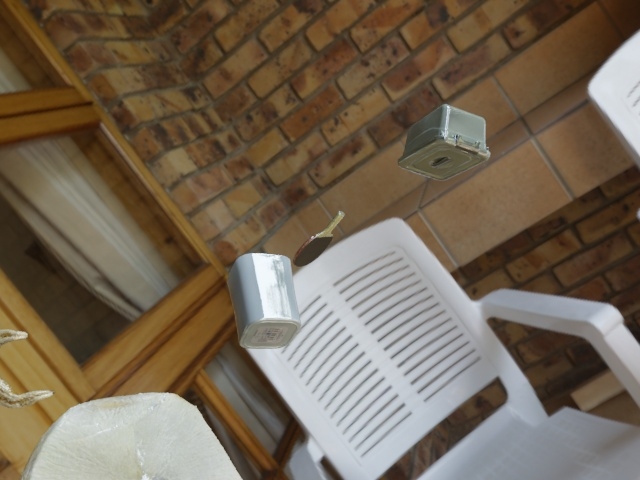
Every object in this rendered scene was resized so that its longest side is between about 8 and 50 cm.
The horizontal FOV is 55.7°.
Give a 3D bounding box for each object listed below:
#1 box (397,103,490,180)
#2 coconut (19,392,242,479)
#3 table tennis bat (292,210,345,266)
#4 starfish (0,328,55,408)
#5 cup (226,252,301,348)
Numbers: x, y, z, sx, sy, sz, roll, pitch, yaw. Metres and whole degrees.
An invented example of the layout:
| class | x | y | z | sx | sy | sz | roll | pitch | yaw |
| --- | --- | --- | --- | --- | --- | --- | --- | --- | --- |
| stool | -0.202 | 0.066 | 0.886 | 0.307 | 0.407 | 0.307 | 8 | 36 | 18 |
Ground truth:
| class | x | y | z | sx | sy | sz | roll | pitch | yaw |
| --- | --- | --- | --- | --- | --- | --- | --- | --- | --- |
| box | 0.241 | -0.192 | 1.186 | 0.172 | 0.124 | 0.093 | 156 | 126 | -64 |
| coconut | -0.217 | 0.295 | 0.692 | 0.247 | 0.245 | 0.245 | -36 | 5 | 47 |
| table tennis bat | 0.000 | 0.000 | 1.246 | 0.087 | 0.013 | 0.156 | 0 | -45 | -53 |
| starfish | -0.504 | 0.212 | 0.911 | 0.247 | 0.138 | 0.050 | -20 | 21 | 29 |
| cup | -0.096 | 0.104 | 0.965 | 0.095 | 0.129 | 0.128 | 6 | -42 | -25 |
